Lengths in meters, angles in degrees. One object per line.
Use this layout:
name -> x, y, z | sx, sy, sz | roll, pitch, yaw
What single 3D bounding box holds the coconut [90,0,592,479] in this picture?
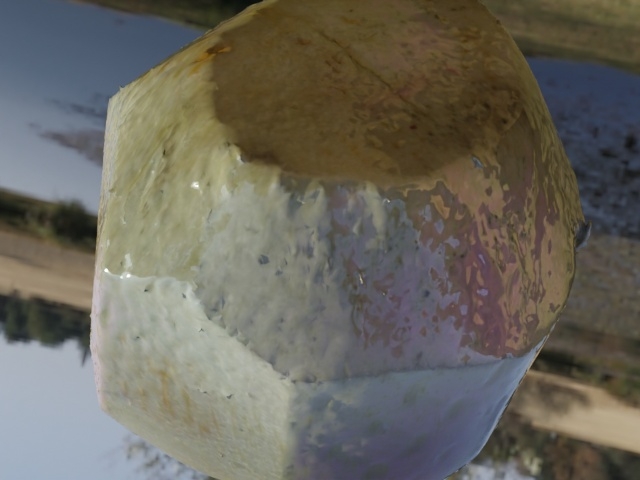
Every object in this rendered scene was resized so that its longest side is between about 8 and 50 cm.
coconut -> 0.000, 0.000, 0.554 | 0.197, 0.236, 0.237 | 0, 179, -11
